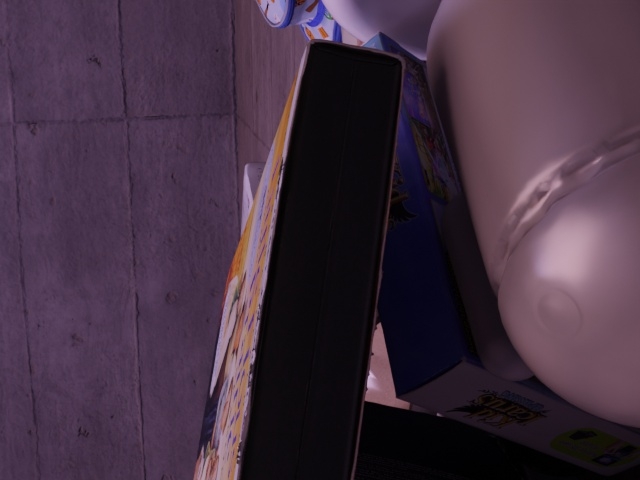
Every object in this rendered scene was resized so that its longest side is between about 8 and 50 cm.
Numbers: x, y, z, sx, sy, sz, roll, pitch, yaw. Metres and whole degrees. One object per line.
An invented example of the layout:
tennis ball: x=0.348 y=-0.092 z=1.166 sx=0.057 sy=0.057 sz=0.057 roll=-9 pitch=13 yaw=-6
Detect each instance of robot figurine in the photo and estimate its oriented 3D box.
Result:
robot figurine: x=0.176 y=-0.047 z=0.715 sx=0.300 sy=0.200 sz=0.353 roll=-49 pitch=39 yaw=39

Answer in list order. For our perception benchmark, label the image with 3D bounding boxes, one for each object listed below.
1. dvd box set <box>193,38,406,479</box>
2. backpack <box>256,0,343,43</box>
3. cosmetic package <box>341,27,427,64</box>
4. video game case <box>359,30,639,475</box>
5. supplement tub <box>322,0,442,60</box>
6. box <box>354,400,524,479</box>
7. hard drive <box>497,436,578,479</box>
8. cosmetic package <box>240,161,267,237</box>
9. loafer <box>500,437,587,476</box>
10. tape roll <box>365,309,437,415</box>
dvd box set: x=-0.035 y=0.100 z=0.860 sx=0.420 sy=0.062 sz=0.307 roll=118 pitch=161 yaw=-69
backpack: x=0.021 y=-0.331 z=1.454 sx=0.263 sy=0.213 sz=0.276 roll=83 pitch=172 yaw=-50
cosmetic package: x=0.105 y=-0.157 z=1.176 sx=0.129 sy=0.153 sz=0.296 roll=134 pitch=130 yaw=-76
video game case: x=0.124 y=0.013 z=0.936 sx=0.061 sy=0.244 sz=0.269 roll=-33 pitch=50 yaw=30
supplement tub: x=0.092 y=-0.325 z=0.953 sx=0.241 sy=0.241 sz=0.331 roll=108 pitch=156 yaw=-62
box: x=0.036 y=0.321 z=1.005 sx=0.312 sy=0.179 sz=0.343 roll=-96 pitch=18 yaw=-86
hard drive: x=0.187 y=0.269 z=1.129 sx=0.254 sy=0.054 sz=0.172 roll=-104 pitch=15 yaw=-45
cosmetic package: x=0.000 y=0.000 z=1.666 sx=0.151 sy=0.184 sz=0.151 roll=-105 pitch=15 yaw=-45
loafer: x=0.174 y=0.085 z=1.071 sx=0.078 sy=0.080 sz=0.220 roll=101 pitch=162 yaw=-53
tape roll: x=0.022 y=0.160 z=1.312 sx=0.392 sy=0.072 sz=0.392 roll=-37 pitch=-45 yaw=-51
